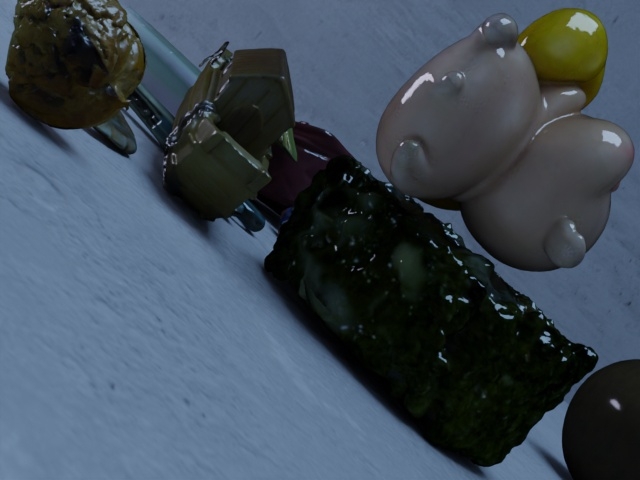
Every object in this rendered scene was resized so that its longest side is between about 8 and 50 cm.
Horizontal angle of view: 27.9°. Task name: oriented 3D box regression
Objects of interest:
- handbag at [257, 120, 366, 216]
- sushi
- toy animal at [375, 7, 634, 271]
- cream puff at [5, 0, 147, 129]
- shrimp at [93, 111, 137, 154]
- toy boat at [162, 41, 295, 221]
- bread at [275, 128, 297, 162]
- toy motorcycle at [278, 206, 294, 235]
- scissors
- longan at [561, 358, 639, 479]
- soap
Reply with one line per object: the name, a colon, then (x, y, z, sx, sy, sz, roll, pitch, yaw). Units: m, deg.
handbag: (-0.023, -0.098, 1.948, 0.146, 0.135, 0.225, 18, -7, 27)
sushi: (0.104, 0.067, 1.412, 0.352, 0.178, 0.294, 44, 6, 33)
toy animal: (0.232, -0.093, 1.361, 0.247, 0.277, 0.345, 52, 7, 17)
cream puff: (-0.215, -0.162, 1.114, 0.104, 0.119, 0.133, -82, 157, -81)
shrimp: (-0.267, -0.165, 1.341, 0.195, 0.035, 0.148, 46, 8, 25)
toy boat: (-0.088, -0.135, 1.472, 0.136, 0.162, 0.445, 42, 14, -13)
bread: (-0.089, -0.172, 1.831, 0.074, 0.084, 0.139, 51, 26, -63)
toy motorcycle: (0.000, 0.000, 1.827, 0.114, 0.076, 0.205, 37, 1, 23)
scissors: (-0.174, -0.119, 1.607, 0.289, 0.041, 0.138, 49, 7, 23)
longan: (0.525, 0.325, 2.050, 0.297, 0.297, 0.297, 42, 5, -4)
soap: (-0.220, -0.223, 1.827, 0.289, 0.095, 0.173, 45, 4, 25)
